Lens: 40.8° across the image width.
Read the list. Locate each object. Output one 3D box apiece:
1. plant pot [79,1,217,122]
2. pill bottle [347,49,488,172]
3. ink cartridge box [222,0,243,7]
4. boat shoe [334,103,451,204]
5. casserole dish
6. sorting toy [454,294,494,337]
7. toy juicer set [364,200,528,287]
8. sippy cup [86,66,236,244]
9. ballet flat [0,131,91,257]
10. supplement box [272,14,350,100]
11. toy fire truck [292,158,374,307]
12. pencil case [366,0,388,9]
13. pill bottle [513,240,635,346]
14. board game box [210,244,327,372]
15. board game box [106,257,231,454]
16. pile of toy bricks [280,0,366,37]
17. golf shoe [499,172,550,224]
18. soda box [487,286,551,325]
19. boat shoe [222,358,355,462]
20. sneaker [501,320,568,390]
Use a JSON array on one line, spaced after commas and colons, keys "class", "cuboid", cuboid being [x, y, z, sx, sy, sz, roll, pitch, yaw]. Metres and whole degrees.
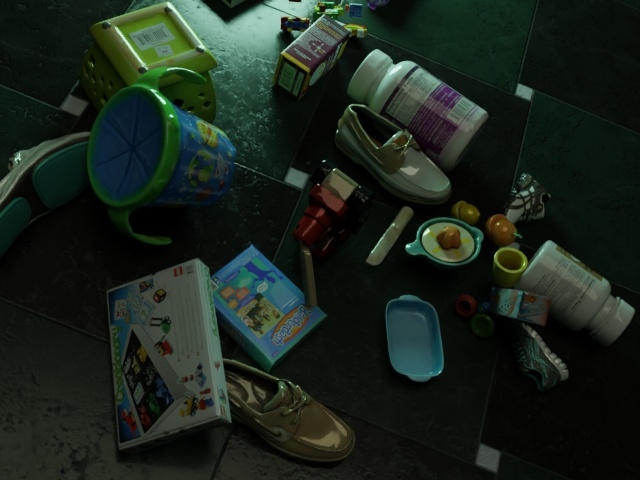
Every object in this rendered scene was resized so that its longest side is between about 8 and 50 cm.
[{"class": "plant pot", "cuboid": [-0.357, -0.358, 1.807, 0.228, 0.207, 0.227, -27, 69, -28]}, {"class": "pill bottle", "cuboid": [0.216, -0.302, 1.964, 0.301, 0.169, 0.169, 36, 56, 9]}, {"class": "ink cartridge box", "cuboid": [-0.163, -0.722, 2.187, 0.165, 0.065, 0.332, 42, 56, 13]}, {"class": "boat shoe", "cuboid": [0.160, -0.189, 1.888, 0.302, 0.103, 0.113, 34, 52, 17]}, {"class": "casserole dish", "cuboid": [0.182, 0.199, 1.712, 0.114, 0.037, 0.188, 5, 56, -13]}, {"class": "sorting toy", "cuboid": [0.326, 0.150, 1.781, 0.102, 0.061, 0.042, 50, 29, 11]}, {"class": "toy juicer set", "cuboid": [0.269, -0.020, 1.815, 0.329, 0.089, 0.209, 8, 48, 3]}, {"class": "sippy cup", "cuboid": [-0.293, -0.161, 1.671, 0.224, 0.305, 0.240, 10, 38, -52]}, {"class": "ballet flat", "cuboid": [-0.576, -0.094, 1.633, 0.139, 0.139, 0.400, 34, 56, 7]}, {"class": "supplement box", "cuboid": [-0.022, -0.429, 2.013, 0.081, 0.104, 0.188, 36, 56, 7]}, {"class": "toy fire truck", "cuboid": [0.000, 0.000, 1.698, 0.158, 0.217, 0.246, 37, 78, 8]}, {"class": "pencil case", "cuboid": [0.173, -0.702, 2.256, 0.086, 0.088, 0.206, 30, 54, -5]}, {"class": "pill bottle", "cuboid": [0.535, 0.115, 1.812, 0.229, 0.131, 0.131, 37, 56, 8]}, {"class": "board game box", "cuboid": [-0.117, 0.129, 1.661, 0.210, 0.047, 0.160, 43, 56, 13]}, {"class": "board game box", "cuboid": [-0.272, 0.199, 1.510, 0.193, 0.053, 0.305, -19, 60, 12]}, {"class": "pile of toy bricks", "cuboid": [0.009, -0.563, 2.122, 0.212, 0.118, 0.105, 3, 25, -4]}, {"class": "golf shoe", "cuboid": [0.459, -0.069, 1.942, 0.094, 0.077, 0.198, 34, 56, 7]}, {"class": "soda box", "cuboid": [0.396, 0.131, 1.730, 0.063, 0.183, 0.058, 15, 87, -7]}, {"class": "boat shoe", "cuboid": [-0.073, 0.300, 1.532, 0.302, 0.098, 0.109, 27, 55, 2]}, {"class": "sneaker", "cuboid": [0.424, 0.236, 1.746, 0.076, 0.065, 0.166, -35, 71, -26]}]
